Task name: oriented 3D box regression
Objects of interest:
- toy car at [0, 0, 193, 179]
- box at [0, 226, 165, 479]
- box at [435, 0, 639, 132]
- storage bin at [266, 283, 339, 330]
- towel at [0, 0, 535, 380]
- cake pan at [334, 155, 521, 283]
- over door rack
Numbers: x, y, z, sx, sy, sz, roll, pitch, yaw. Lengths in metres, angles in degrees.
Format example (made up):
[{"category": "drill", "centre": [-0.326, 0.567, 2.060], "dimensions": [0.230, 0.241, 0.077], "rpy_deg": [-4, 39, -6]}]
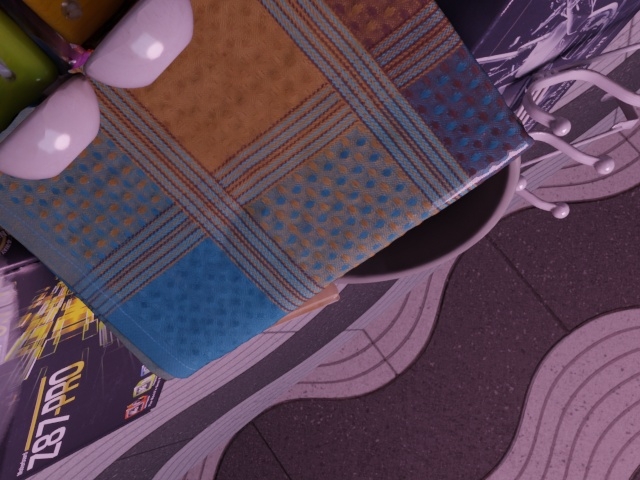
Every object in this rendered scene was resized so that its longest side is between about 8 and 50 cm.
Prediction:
[{"category": "toy car", "centre": [-0.172, -0.141, 0.452], "dimensions": [0.182, 0.159, 0.136], "rpy_deg": [-41, -160, 12]}, {"category": "box", "centre": [-0.282, 0.104, 0.808], "dimensions": [0.318, 0.097, 0.395], "rpy_deg": [-21, 147, -45]}, {"category": "box", "centre": [0.143, -0.208, 0.810], "dimensions": [0.312, 0.179, 0.343], "rpy_deg": [-21, 157, -40]}, {"category": "storage bin", "centre": [0.000, 0.000, 1.178], "dimensions": [0.260, 0.123, 0.262], "rpy_deg": [-17, 154, -49]}, {"category": "towel", "centre": [-0.067, -0.068, 0.578], "dimensions": [0.370, 0.271, 0.040], "rpy_deg": [-35, -161, 17]}, {"category": "cake pan", "centre": [0.027, -0.068, 0.683], "dimensions": [0.293, 0.054, 0.293], "rpy_deg": [1, 140, 1]}, {"category": "over door rack", "centre": [0.324, -0.139, 0.872], "dimensions": [0.324, 0.108, 0.239], "rpy_deg": [-32, 164, -23]}]
